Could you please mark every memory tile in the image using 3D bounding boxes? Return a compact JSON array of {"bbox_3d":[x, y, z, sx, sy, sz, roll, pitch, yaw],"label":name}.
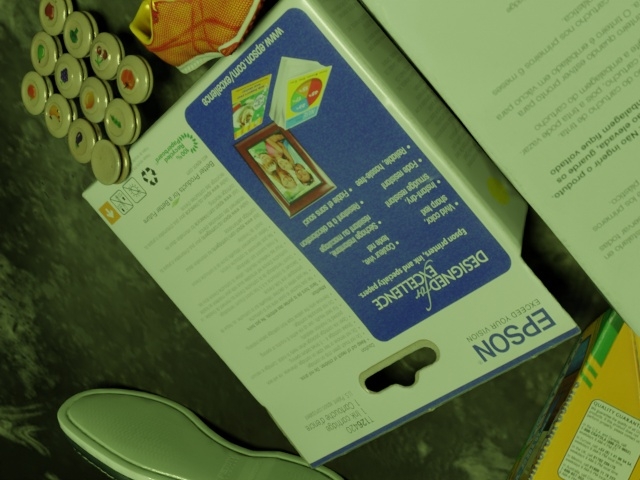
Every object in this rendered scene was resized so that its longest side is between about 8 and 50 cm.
[{"bbox_3d":[-0.191,-0.122,0.864,0.148,0.012,0.113,40,123,29],"label":"memory tile"}]

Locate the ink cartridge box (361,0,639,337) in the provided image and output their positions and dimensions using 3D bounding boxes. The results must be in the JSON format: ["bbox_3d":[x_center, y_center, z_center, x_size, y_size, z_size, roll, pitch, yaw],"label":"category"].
[{"bbox_3d":[0.223,-0.122,0.512,0.324,0.071,0.330,-39,110,10],"label":"ink cartridge box"}]

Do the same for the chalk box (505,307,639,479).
[{"bbox_3d":[0.219,0.165,0.704,0.180,0.289,0.179,28,86,10],"label":"chalk box"}]

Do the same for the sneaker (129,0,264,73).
[{"bbox_3d":[-0.085,-0.161,0.748,0.067,0.064,0.175,32,155,-24],"label":"sneaker"}]

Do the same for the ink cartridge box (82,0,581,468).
[{"bbox_3d":[0.000,0.000,0.840,0.307,0.072,0.303,49,130,-7],"label":"ink cartridge box"}]

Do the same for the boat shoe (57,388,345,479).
[{"bbox_3d":[-0.118,0.234,1.029,0.302,0.114,0.091,22,122,18],"label":"boat shoe"}]
